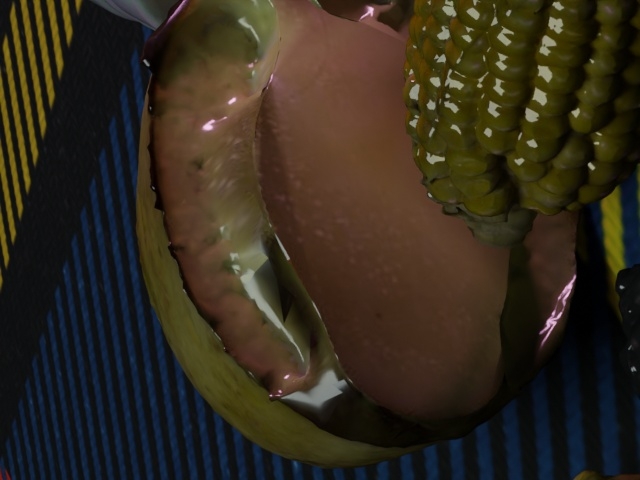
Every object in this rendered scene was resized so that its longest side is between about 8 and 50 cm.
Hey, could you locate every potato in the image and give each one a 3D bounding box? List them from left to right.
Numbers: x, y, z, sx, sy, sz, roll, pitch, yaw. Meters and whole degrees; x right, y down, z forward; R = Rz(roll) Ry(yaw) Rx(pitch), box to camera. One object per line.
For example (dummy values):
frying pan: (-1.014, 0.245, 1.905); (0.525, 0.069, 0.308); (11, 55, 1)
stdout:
potato: (0.000, 0.000, 0.967); (0.285, 0.242, 0.242); (58, 148, 15)

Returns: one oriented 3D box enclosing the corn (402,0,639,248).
corn: (0.114, -0.146, 0.772); (0.130, 0.130, 0.347); (47, 137, 40)

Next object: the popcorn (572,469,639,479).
popcorn: (0.145, 0.206, 0.879); (0.140, 0.163, 0.194); (26, 99, 13)

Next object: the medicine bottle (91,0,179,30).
medicine bottle: (-0.107, -0.205, 1.119); (0.168, 0.135, 0.135); (31, 130, 52)

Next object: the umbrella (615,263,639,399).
umbrella: (0.217, 0.149, 0.755); (0.326, 0.094, 0.090); (67, -172, 9)
